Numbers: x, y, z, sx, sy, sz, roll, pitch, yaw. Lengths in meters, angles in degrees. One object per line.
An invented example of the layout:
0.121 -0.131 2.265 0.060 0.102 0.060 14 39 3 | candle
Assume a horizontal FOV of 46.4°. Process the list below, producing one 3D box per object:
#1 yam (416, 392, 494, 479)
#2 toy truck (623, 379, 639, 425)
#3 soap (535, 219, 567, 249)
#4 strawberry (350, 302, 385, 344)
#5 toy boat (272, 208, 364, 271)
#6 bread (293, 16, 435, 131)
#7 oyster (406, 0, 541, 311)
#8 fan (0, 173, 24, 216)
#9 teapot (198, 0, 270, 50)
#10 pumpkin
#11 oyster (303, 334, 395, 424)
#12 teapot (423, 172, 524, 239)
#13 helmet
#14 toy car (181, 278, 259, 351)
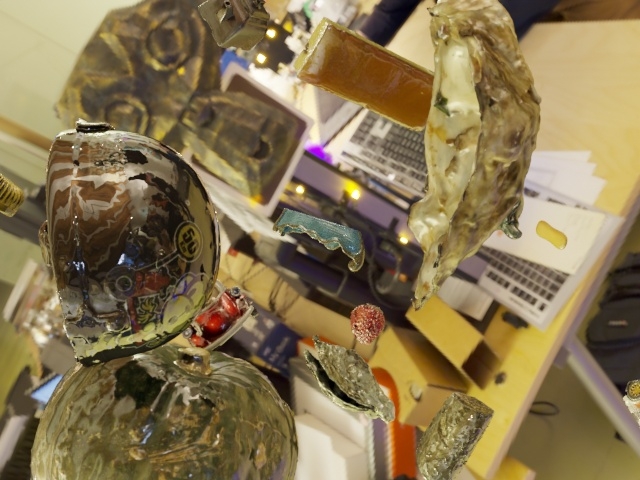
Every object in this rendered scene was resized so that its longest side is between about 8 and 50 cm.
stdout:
0.254 0.368 1.418 0.183 0.107 0.107 -64 27 24 | yam
0.646 0.261 1.290 0.227 0.098 0.114 -45 30 30 | toy truck
0.450 -0.011 1.455 0.089 0.012 0.034 49 130 54 | soap
0.107 0.189 1.693 0.083 0.083 0.097 19 109 60 | strawberry
0.000 0.000 1.440 0.075 0.185 0.077 39 -111 -78 | toy boat
0.125 -0.366 1.686 0.138 0.361 0.077 -56 33 26 | bread
0.131 -0.073 0.695 0.166 0.094 0.294 -115 29 -53 | oyster
-0.458 -0.085 0.993 0.082 0.155 0.039 34 83 29 | fan
-0.144 -0.419 1.391 0.096 0.087 0.177 -30 -4 24 | teapot
-0.191 0.260 0.948 0.291 0.327 0.258 18 90 25 | pumpkin
0.072 0.355 1.916 0.112 0.267 0.198 -46 28 10 | oyster
0.336 -0.084 1.651 0.269 0.173 0.183 31 71 30 | teapot
-0.184 -0.007 0.772 0.279 0.160 0.231 -99 7 -52 | helmet
-0.171 0.099 1.113 0.112 0.112 0.139 -42 9 -11 | toy car
